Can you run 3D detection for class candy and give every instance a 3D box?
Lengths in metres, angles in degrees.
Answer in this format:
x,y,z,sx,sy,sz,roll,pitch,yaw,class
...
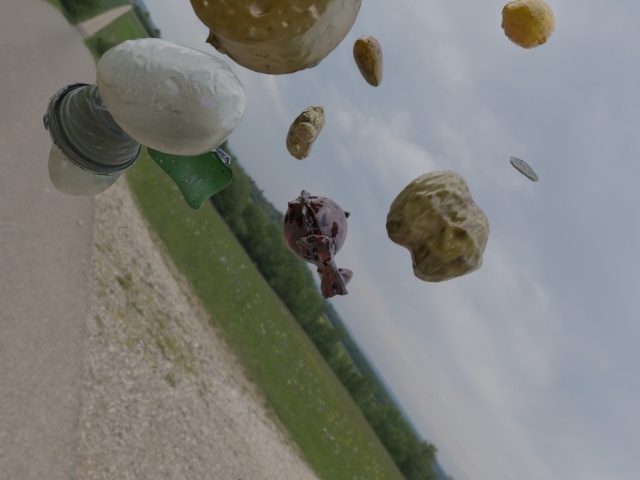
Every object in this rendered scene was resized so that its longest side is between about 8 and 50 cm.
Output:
x,y,z,sx,sy,sz,roll,pitch,yaw,class
-0.694,-0.246,1.672,0.185,0.295,0.295,32,-8,5,candy

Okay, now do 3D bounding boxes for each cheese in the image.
x,y,z,sx,sy,sz,roll,pitch,yaw,class
-0.214,-0.204,0.808,0.198,0.154,0.189,16,10,-13,cheese

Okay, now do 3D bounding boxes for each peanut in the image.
x,y,z,sx,sy,sz,roll,pitch,yaw,class
0.238,-0.025,1.112,0.110,0.197,0.232,12,44,-60,peanut

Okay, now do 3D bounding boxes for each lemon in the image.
x,y,z,sx,sy,sz,roll,pitch,yaw,class
0.635,-0.670,1.688,0.187,0.142,0.142,53,-6,24,lemon

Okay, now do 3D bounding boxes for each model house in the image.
x,y,z,sx,sy,sz,roll,pitch,yaw,class
-0.247,-0.158,1.102,0.167,0.117,0.088,51,9,0,model house

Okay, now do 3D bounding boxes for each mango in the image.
x,y,z,sx,sy,sz,roll,pitch,yaw,class
0.152,-0.562,1.717,0.163,0.090,0.111,66,13,-59,mango

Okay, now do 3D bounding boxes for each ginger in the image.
x,y,z,sx,sy,sz,roll,pitch,yaw,class
-0.039,-0.285,1.414,0.205,0.081,0.115,151,-59,-71,ginger

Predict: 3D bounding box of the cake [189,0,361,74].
x,y,z,sx,sy,sz,roll,pitch,yaw,class
-0.072,-0.474,1.095,0.332,0.333,0.321,57,6,9,cake

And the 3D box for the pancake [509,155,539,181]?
x,y,z,sx,sy,sz,roll,pitch,yaw,class
0.586,-0.207,1.583,0.108,0.017,0.108,27,32,-19,pancake

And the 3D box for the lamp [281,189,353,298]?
x,y,z,sx,sy,sz,roll,pitch,yaw,class
-0.011,0.000,1.244,0.215,0.151,0.223,60,31,-41,lamp

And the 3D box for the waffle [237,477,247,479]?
x,y,z,sx,sy,sz,roll,pitch,yaw,class
-0.154,0.489,1.027,0.075,0.029,0.083,109,-6,-50,waffle

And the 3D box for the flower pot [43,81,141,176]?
x,y,z,sx,sy,sz,roll,pitch,yaw,class
-0.488,-0.277,1.264,0.236,0.141,0.235,28,52,-41,flower pot
